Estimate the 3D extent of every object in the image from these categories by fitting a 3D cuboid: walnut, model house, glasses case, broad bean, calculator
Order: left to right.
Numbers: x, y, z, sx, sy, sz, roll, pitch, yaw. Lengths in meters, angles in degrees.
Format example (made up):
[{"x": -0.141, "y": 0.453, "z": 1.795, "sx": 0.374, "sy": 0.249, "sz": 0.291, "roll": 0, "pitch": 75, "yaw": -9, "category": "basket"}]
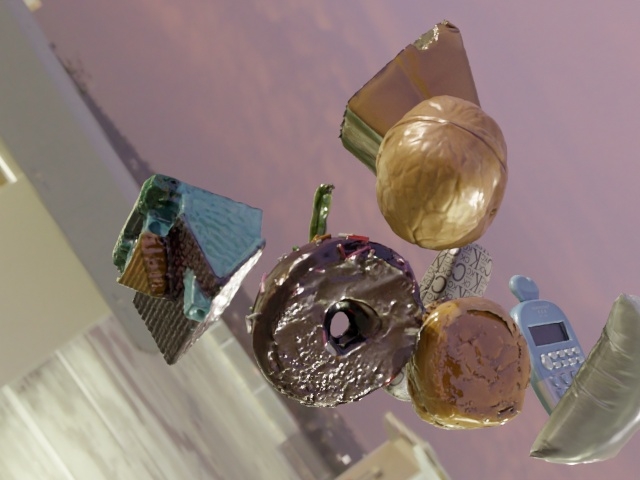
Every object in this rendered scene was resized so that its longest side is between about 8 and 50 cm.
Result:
[{"x": -0.252, "y": 0.077, "z": 1.693, "sx": 0.230, "sy": 0.280, "sz": 0.248, "roll": 19, "pitch": 42, "yaw": -15, "category": "model house"}, {"x": -0.001, "y": 0.000, "z": 1.880, "sx": 0.053, "sy": 0.052, "sz": 0.256, "roll": 23, "pitch": -60, "yaw": 34, "category": "broad bean"}, {"x": 0.232, "y": 0.161, "z": 1.947, "sx": 0.137, "sy": 0.354, "sz": 0.085, "roll": 26, "pitch": 2, "yaw": -44, "category": "glasses case"}, {"x": 0.143, "y": -0.076, "z": 1.148, "sx": 0.165, "sy": 0.165, "sz": 0.197, "roll": 52, "pitch": -18, "yaw": 19, "category": "walnut"}, {"x": 0.404, "y": 0.200, "z": 1.677, "sx": 0.188, "sy": 0.042, "sz": 0.302, "roll": -1, "pitch": 62, "yaw": -48, "category": "calculator"}]

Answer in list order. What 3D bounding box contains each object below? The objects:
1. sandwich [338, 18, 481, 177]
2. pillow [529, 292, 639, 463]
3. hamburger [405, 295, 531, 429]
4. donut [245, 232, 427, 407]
[{"x": 0.176, "y": -0.181, "z": 1.438, "sx": 0.198, "sy": 0.227, "sz": 0.155, "roll": 44, "pitch": -15, "yaw": 10, "category": "sandwich"}, {"x": 0.364, "y": 0.172, "z": 1.183, "sx": 0.144, "sy": 0.254, "sz": 0.078, "roll": 13, "pitch": 24, "yaw": -27, "category": "pillow"}, {"x": 0.220, "y": 0.186, "z": 1.471, "sx": 0.213, "sy": 0.214, "sz": 0.108, "roll": 56, "pitch": -26, "yaw": -6, "category": "hamburger"}, {"x": 0.021, "y": 0.111, "z": 1.368, "sx": 0.269, "sy": 0.270, "sz": 0.103, "roll": 59, "pitch": -9, "yaw": -31, "category": "donut"}]
